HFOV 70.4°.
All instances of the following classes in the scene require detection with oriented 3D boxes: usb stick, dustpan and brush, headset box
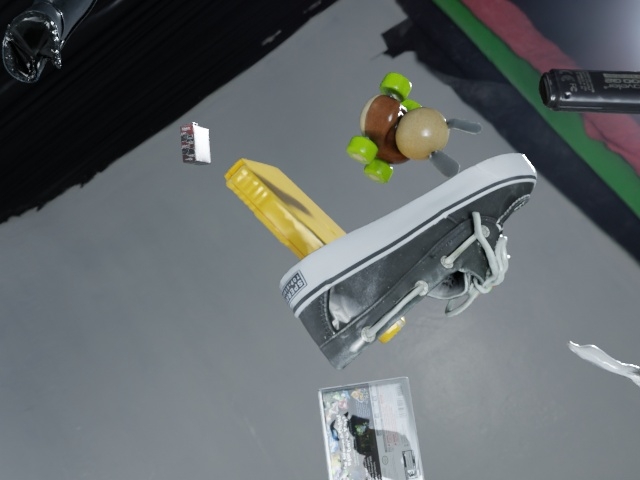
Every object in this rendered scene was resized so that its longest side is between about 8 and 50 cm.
[{"bbox_3d":[0.476,-0.222,0.685,0.045,0.277,0.077,91,1,-63],"label":"usb stick"},{"bbox_3d":[0.415,0.171,0.552,0.211,0.060,0.147,36,-5,23],"label":"dustpan and brush"},{"bbox_3d":[-0.258,-0.201,0.940,0.062,0.032,0.084,-10,97,-74],"label":"headset box"}]

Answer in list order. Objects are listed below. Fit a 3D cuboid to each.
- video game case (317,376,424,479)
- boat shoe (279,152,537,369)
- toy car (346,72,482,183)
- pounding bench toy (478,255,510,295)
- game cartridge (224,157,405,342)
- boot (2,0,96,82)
[{"bbox_3d":[0.091,0.360,0.836,0.022,0.173,0.191,107,-24,-79],"label":"video game case"},{"bbox_3d":[0.115,0.012,0.424,0.105,0.306,0.113,55,-33,16],"label":"boat shoe"},{"bbox_3d":[0.168,-0.172,0.766,0.188,0.155,0.149,24,-7,35],"label":"toy car"},{"bbox_3d":[0.184,0.034,0.553,0.065,0.052,0.083,39,32,24],"label":"pounding bench toy"},{"bbox_3d":[0.000,0.000,0.741,0.323,0.053,0.285,43,9,1],"label":"game cartridge"},{"bbox_3d":[-0.485,-0.419,0.833,0.094,0.247,0.207,29,18,-36],"label":"boot"}]
